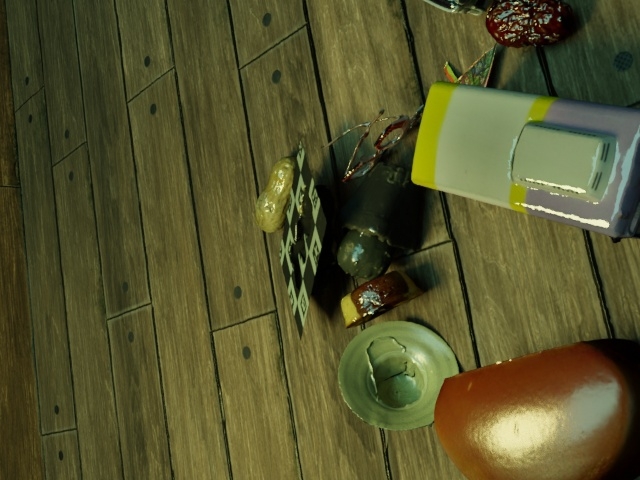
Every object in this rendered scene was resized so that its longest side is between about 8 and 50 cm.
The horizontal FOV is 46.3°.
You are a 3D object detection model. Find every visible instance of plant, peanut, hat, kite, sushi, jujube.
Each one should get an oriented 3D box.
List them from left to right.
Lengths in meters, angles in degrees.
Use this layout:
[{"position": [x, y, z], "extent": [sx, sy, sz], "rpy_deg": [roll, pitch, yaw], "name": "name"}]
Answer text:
[{"position": [-0.106, -0.114, 1.888], "extent": [0.099, 0.099, 0.214], "rpy_deg": [41, 111, 38], "name": "peanut"}, {"position": [0.000, 0.000, 1.724], "extent": [0.296, 0.100, 0.373], "rpy_deg": [-107, 22, -45], "name": "sushi"}, {"position": [0.128, -0.036, 1.601], "extent": [0.142, 0.164, 0.256], "rpy_deg": [25, 95, 43], "name": "plant"}, {"position": [0.165, 0.302, 1.570], "extent": [0.252, 0.252, 0.110], "rpy_deg": [55, 166, 31], "name": "hat"}, {"position": [0.294, -0.304, 1.528], "extent": [0.241, 0.014, 0.183], "rpy_deg": [-50, 45, 38], "name": "kite"}, {"position": [0.392, -0.406, 1.397], "extent": [0.166, 0.104, 0.104], "rpy_deg": [23, 104, 38], "name": "jujube"}]

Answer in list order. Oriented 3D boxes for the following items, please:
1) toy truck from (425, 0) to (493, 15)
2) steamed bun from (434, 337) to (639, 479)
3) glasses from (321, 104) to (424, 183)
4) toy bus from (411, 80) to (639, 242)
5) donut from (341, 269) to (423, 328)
[{"position": [0.319, -0.612, 1.414], "extent": [0.146, 0.175, 0.367], "rpy_deg": [42, 118, 33], "name": "toy truck"}, {"position": [0.394, 0.316, 1.258], "extent": [0.379, 0.235, 0.248], "rpy_deg": [-25, 68, 41], "name": "steamed bun"}, {"position": [0.111, -0.214, 1.618], "extent": [0.255, 0.162, 0.095], "rpy_deg": [-42, 74, 33], "name": "glasses"}, {"position": [0.391, -0.142, 1.273], "extent": [0.440, 0.249, 0.209], "rpy_deg": [22, 103, 44], "name": "toy bus"}, {"position": [0.123, 0.122, 1.589], "extent": [0.184, 0.166, 0.073], "rpy_deg": [-41, 73, 51], "name": "donut"}]
